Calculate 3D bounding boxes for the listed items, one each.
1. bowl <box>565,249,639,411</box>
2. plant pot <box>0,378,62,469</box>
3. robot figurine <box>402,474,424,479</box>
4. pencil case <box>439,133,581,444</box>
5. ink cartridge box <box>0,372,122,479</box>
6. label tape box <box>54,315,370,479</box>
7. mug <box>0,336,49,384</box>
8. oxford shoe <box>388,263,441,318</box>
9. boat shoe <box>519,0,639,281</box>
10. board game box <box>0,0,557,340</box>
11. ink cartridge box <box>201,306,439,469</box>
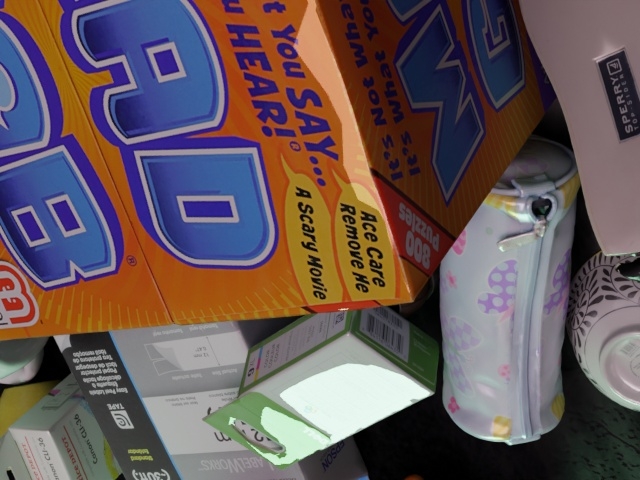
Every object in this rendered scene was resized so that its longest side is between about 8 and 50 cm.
[{"bbox_3d":[0.284,0.090,0.894,0.170,0.080,0.170,12,121,21],"label":"bowl"},{"bbox_3d":[-0.350,0.224,1.295,0.134,0.134,0.095,-13,84,33],"label":"plant pot"},{"bbox_3d":[0.137,0.352,1.092,0.158,0.128,0.219,-25,102,31],"label":"robot figurine"},{"bbox_3d":[0.163,0.043,0.904,0.124,0.113,0.273,44,145,50],"label":"pencil case"},{"bbox_3d":[-0.280,0.231,1.202,0.067,0.198,0.115,-4,114,30],"label":"ink cartridge box"},{"bbox_3d":[-0.107,0.208,1.151,0.249,0.115,0.347,-10,109,33],"label":"label tape box"},{"bbox_3d":[-0.458,0.064,1.192,0.328,0.276,0.374,6,149,18],"label":"mug"},{"bbox_3d":[0.000,0.000,0.989,0.227,0.096,0.083,28,128,14],"label":"oxford shoe"},{"bbox_3d":[0.246,-0.135,0.777,0.127,0.158,0.340,-13,81,38],"label":"boat shoe"},{"bbox_3d":[-0.078,-0.177,0.765,0.356,0.356,0.356,-7,113,30],"label":"board game box"},{"bbox_3d":[-0.002,0.133,0.983,0.109,0.062,0.209,36,130,-25],"label":"ink cartridge box"}]
